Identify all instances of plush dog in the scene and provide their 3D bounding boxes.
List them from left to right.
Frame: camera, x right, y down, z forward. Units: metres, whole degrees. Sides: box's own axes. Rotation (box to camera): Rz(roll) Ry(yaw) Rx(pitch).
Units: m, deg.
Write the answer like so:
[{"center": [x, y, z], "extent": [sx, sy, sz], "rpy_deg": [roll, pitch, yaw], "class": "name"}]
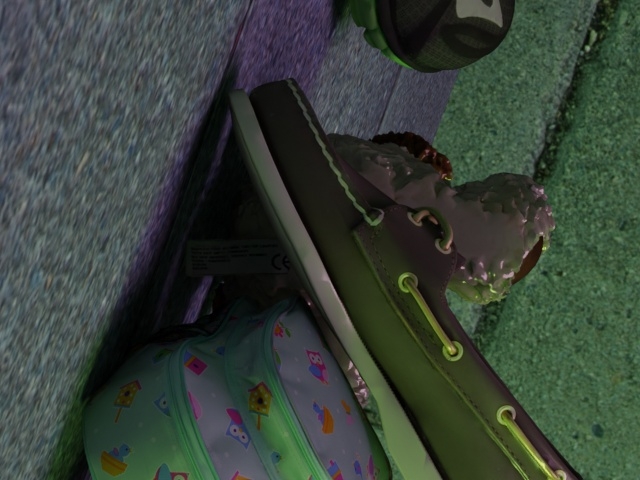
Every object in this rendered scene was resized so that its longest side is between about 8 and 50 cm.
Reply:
[{"center": [0.000, 0.000, 1.386], "extent": [0.262, 0.210, 0.225], "rpy_deg": [-41, -175, -7], "class": "plush dog"}]

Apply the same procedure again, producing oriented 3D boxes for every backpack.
[{"center": [-0.051, 0.125, 1.170], "extent": [0.144, 0.166, 0.188], "rpy_deg": [-24, -176, 25], "class": "backpack"}]

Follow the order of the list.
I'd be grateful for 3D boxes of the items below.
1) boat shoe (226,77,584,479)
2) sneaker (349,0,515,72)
[{"center": [0.049, 0.038, 1.209], "extent": [0.096, 0.324, 0.116], "rpy_deg": [-28, 180, 1], "class": "boat shoe"}, {"center": [0.140, -0.259, 1.429], "extent": [0.483, 0.202, 0.185], "rpy_deg": [98, 15, -63], "class": "sneaker"}]
